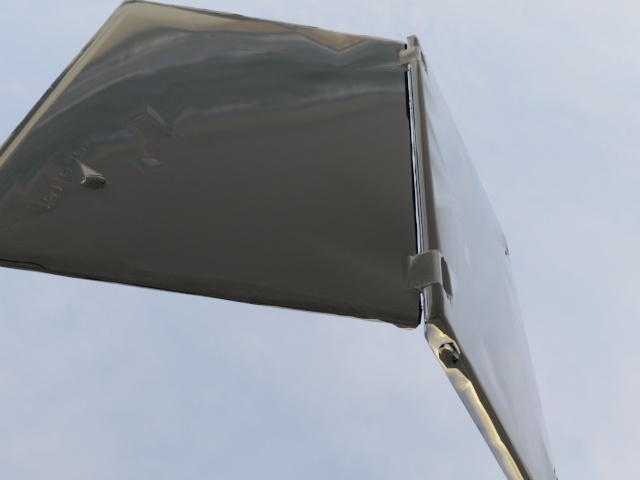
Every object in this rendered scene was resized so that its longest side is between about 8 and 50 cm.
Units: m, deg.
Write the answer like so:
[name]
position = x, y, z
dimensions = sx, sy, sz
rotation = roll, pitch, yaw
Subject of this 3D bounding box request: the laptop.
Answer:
[laptop]
position = 0.000, 0.000, 0.587
dimensions = 0.408, 0.236, 0.382
rotation = 58, -157, -31
